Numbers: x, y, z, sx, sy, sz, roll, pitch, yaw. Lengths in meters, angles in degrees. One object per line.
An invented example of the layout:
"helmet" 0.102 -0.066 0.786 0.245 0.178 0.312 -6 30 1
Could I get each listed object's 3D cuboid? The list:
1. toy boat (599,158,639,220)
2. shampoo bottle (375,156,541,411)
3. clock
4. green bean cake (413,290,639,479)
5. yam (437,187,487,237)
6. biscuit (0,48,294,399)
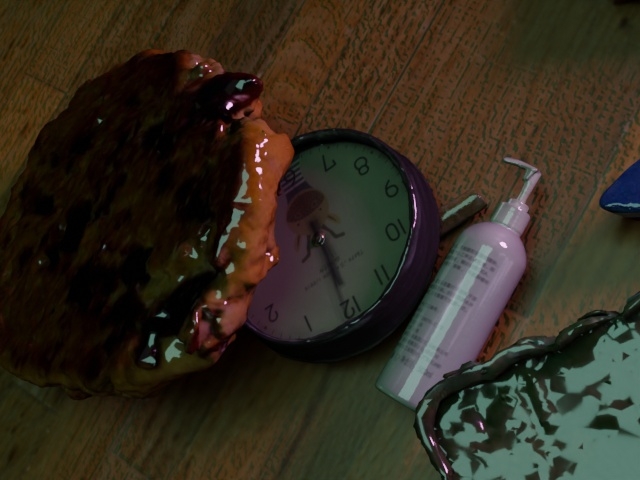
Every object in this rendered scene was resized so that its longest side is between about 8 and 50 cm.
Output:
"toy boat" 0.299 -0.062 0.616 0.228 0.046 0.080 -24 65 14
"shampoo bottle" 0.109 0.033 0.656 0.056 0.056 0.195 28 85 28
"clock" 0.000 0.000 0.705 0.184 0.040 0.185 -13 64 28
"green bean cake" 0.210 0.149 0.534 0.255 0.132 0.241 -29 64 9
"yam" 0.074 -0.002 0.702 0.116 0.021 0.021 -34 63 10
"biscuit" -0.148 -0.013 0.738 0.334 0.081 0.289 9 75 43
